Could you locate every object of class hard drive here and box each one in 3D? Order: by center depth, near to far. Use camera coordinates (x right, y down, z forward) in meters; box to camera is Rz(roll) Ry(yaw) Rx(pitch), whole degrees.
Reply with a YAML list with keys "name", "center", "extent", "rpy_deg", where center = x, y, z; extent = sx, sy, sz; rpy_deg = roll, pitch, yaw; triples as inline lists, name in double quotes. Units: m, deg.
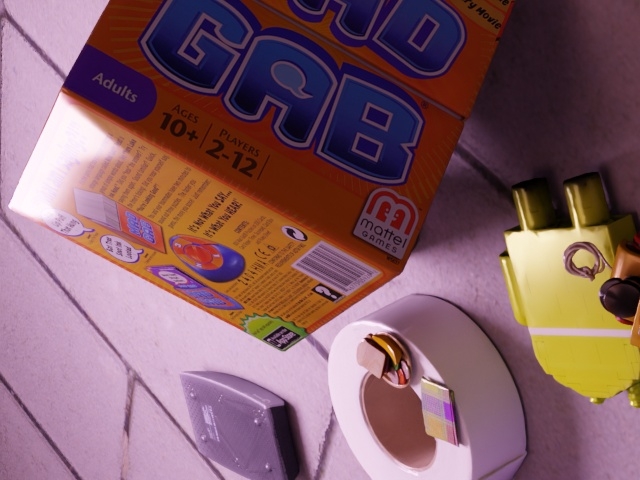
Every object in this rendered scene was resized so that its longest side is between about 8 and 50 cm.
- name: "hard drive"
  center: [-0.132, 0.304, 2.348]
  extent: [0.255, 0.054, 0.172]
  rpy_deg: [12, 120, 51]

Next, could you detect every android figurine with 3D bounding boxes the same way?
- name: "android figurine"
  center: [0.296, 0.060, 1.585]
  extent: [0.248, 0.056, 0.272]
  rpy_deg: [-7, 104, 56]

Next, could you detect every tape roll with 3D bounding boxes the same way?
- name: "tape roll"
  center: [0.136, 0.218, 1.872]
  extent: [0.286, 0.100, 0.286]
  rpy_deg: [32, 134, 41]

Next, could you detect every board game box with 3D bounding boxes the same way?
- name: "board game box"
  center: [-0.070, -0.148, 1.506]
  extent: [0.356, 0.356, 0.356]
  rpy_deg: [28, 156, -10]

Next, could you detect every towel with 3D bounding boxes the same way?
- name: "towel"
  center: [0.146, 0.211, 1.751]
  extent: [0.060, 0.009, 0.083]
  rpy_deg: [18, 124, 50]

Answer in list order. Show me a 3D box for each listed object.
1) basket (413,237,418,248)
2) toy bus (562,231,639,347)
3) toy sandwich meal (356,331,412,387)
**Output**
- name: "basket"
  center: [0.000, 0.000, 1.809]
  extent: [0.204, 0.227, 0.154]
  rpy_deg: [9, 117, 52]
- name: "toy bus"
  center: [0.349, 0.065, 1.422]
  extent: [0.202, 0.104, 0.191]
  rpy_deg: [-31, 91, 35]
- name: "toy sandwich meal"
  center: [0.080, 0.151, 1.788]
  extent: [0.085, 0.029, 0.085]
  rpy_deg: [33, 135, 41]
